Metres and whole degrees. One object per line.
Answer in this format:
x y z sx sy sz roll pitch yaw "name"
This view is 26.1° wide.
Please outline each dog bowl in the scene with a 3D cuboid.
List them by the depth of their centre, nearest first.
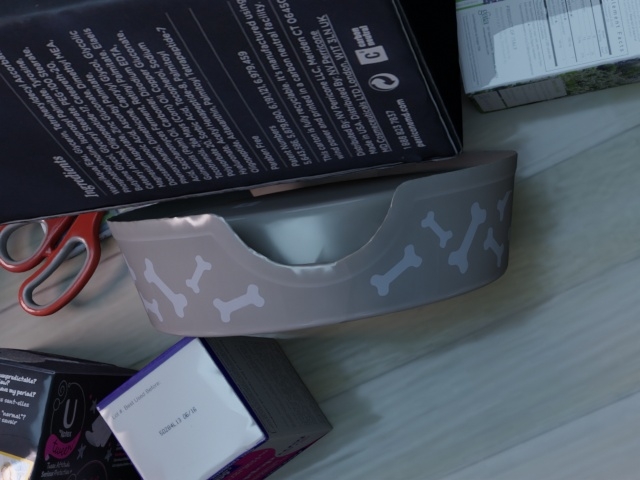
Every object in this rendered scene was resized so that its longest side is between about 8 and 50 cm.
0.000 0.000 1.171 0.348 0.349 0.102 -8 95 14 "dog bowl"

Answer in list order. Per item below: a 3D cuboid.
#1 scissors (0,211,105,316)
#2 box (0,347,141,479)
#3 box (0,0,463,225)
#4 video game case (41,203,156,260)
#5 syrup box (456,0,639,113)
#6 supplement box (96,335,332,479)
-0.208 -0.054 1.366 0.297 0.021 0.109 -45 73 5 "scissors"
-0.273 0.172 1.263 0.163 0.247 0.142 9 85 15 "box"
-0.145 -0.301 1.183 0.471 0.297 0.480 -9 61 16 "box"
-0.229 -0.102 1.396 0.173 0.022 0.190 -28 78 11 "video game case"
0.243 -0.190 1.242 0.236 0.093 0.096 -12 81 14 "syrup box"
-0.087 0.157 1.230 0.111 0.220 0.114 -37 78 10 "supplement box"
